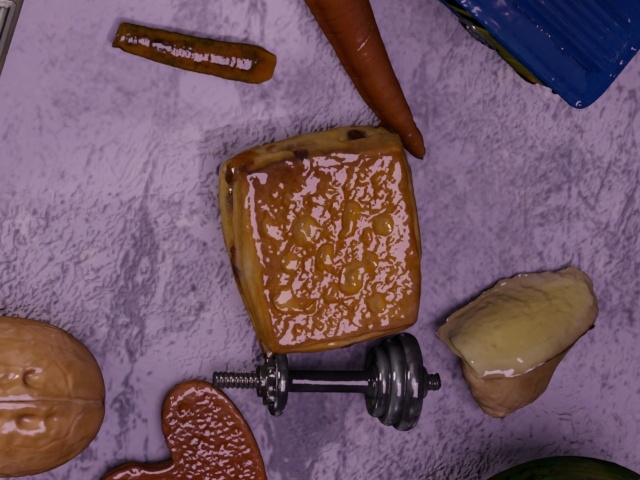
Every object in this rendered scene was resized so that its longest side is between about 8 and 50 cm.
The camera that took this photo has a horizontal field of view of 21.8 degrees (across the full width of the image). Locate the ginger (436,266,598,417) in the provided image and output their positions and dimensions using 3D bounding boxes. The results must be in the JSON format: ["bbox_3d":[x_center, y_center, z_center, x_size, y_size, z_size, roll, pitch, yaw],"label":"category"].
[{"bbox_3d":[0.243,0.120,1.903,0.193,0.115,0.123,-29,135,-14],"label":"ginger"}]

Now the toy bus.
[{"bbox_3d":[0.189,-0.279,1.701,0.287,0.175,0.138,38,92,-24],"label":"toy bus"}]

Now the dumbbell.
[{"bbox_3d":[0.008,0.156,1.832,0.254,0.110,0.110,1,107,-11],"label":"dumbbell"}]

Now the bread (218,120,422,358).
[{"bbox_3d":[0.000,0.000,1.779,0.210,0.099,0.235,-12,105,-16],"label":"bread"}]

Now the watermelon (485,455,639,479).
[{"bbox_3d":[0.264,0.415,1.866,0.363,0.363,0.363,-5,109,-16],"label":"watermelon"}]

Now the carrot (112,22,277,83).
[{"bbox_3d":[-0.129,-0.194,1.705,0.170,0.042,0.042,11,104,-18],"label":"carrot"}]

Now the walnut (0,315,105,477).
[{"bbox_3d":[-0.316,0.160,1.698,0.197,0.165,0.165,8,105,-12],"label":"walnut"}]

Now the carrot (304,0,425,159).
[{"bbox_3d":[0.034,-0.216,1.742,0.069,0.069,0.336,-31,120,-6],"label":"carrot"}]

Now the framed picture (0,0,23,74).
[{"bbox_3d":[-0.425,-0.139,1.564,0.232,0.019,0.296,9,133,-20],"label":"framed picture"}]

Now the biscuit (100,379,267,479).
[{"bbox_3d":[-0.160,0.258,1.843,0.192,0.036,0.186,-28,111,-7],"label":"biscuit"}]
